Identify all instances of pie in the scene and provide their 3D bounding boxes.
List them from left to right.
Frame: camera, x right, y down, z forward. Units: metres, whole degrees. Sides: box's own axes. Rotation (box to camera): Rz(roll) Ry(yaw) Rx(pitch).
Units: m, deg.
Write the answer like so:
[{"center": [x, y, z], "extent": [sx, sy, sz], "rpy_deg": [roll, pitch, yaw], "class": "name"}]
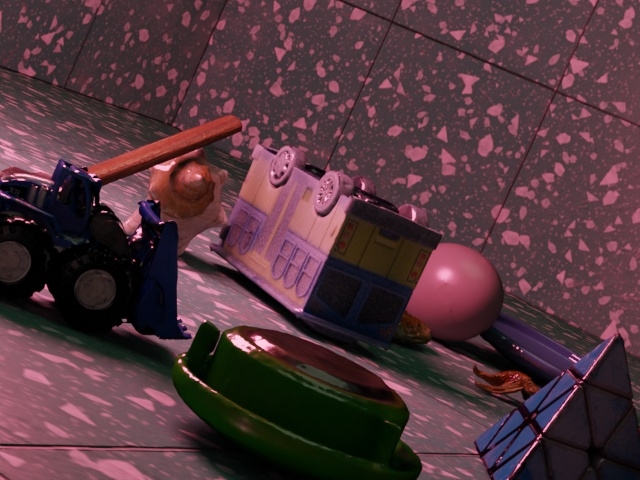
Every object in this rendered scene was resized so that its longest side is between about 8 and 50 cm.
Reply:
[{"center": [0.070, 0.096, 2.267], "extent": [0.186, 0.041, 0.187], "rpy_deg": [25, 4, -2], "class": "pie"}]

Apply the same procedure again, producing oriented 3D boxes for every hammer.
[{"center": [-0.225, -0.096, 1.981], "extent": [0.111, 0.043, 0.365], "rpy_deg": [19, 28, 33], "class": "hammer"}]

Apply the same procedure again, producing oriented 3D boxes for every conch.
[{"center": [-0.186, -0.037, 2.097], "extent": [0.114, 0.234, 0.137], "rpy_deg": [45, 50, 8], "class": "conch"}]

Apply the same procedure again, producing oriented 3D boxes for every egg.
[{"center": [0.191, 0.076, 2.445], "extent": [0.146, 0.146, 0.198], "rpy_deg": [22, 3, -28], "class": "egg"}]

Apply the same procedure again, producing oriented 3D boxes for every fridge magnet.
[{"center": [-0.015, 0.129, 1.251], "extent": [0.208, 0.088, 0.208], "rpy_deg": [24, 5, -2], "class": "fridge magnet"}]

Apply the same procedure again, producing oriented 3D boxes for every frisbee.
[{"center": [0.344, 0.189, 2.551], "extent": [0.289, 0.049, 0.289], "rpy_deg": [28, 8, -5], "class": "frisbee"}]

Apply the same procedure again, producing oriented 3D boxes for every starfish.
[{"center": [0.270, 0.198, 2.152], "extent": [0.130, 0.041, 0.133], "rpy_deg": [28, 6, 24], "class": "starfish"}]

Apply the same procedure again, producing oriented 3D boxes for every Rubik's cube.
[{"center": [0.236, 0.233, 1.559], "extent": [0.190, 0.211, 0.178], "rpy_deg": [50, 34, 12], "class": "Rubik's cube"}]

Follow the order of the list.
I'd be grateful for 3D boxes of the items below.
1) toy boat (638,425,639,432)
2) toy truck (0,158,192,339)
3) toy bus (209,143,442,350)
[{"center": [0.380, 0.273, 1.787], "extent": [0.219, 0.072, 0.318], "rpy_deg": [20, 9, -13], "class": "toy boat"}, {"center": [-0.201, 0.007, 1.431], "extent": [0.208, 0.126, 0.113], "rpy_deg": [24, 5, -20], "class": "toy truck"}, {"center": [0.000, 0.000, 2.079], "extent": [0.152, 0.190, 0.312], "rpy_deg": [21, 6, -30], "class": "toy bus"}]
